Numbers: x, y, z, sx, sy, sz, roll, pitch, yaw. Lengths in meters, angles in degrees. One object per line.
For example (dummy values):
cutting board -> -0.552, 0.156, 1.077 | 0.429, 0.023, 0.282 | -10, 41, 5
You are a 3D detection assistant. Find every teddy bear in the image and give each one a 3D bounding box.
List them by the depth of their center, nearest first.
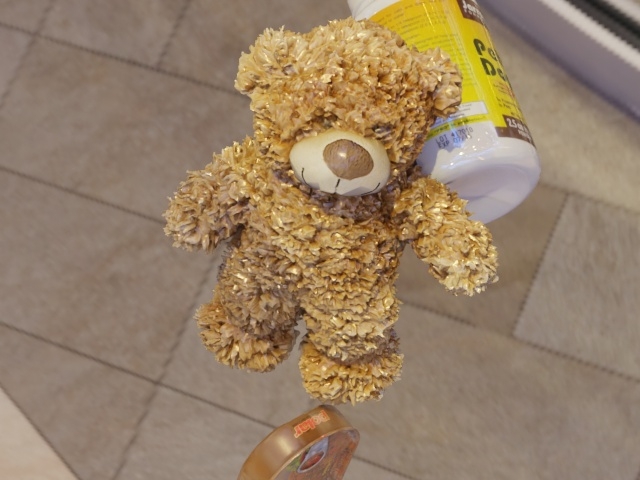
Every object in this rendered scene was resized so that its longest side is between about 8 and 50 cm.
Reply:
teddy bear -> 0.000, 0.000, 1.178 | 0.245, 0.338, 0.113 | 36, 43, 0

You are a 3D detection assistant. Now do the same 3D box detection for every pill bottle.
pill bottle -> 0.089, -0.122, 1.262 | 0.117, 0.117, 0.215 | -21, 62, 7

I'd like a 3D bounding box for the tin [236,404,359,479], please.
tin -> -0.029, 0.207, 1.341 | 0.106, 0.189, 0.040 | -29, 64, -35
